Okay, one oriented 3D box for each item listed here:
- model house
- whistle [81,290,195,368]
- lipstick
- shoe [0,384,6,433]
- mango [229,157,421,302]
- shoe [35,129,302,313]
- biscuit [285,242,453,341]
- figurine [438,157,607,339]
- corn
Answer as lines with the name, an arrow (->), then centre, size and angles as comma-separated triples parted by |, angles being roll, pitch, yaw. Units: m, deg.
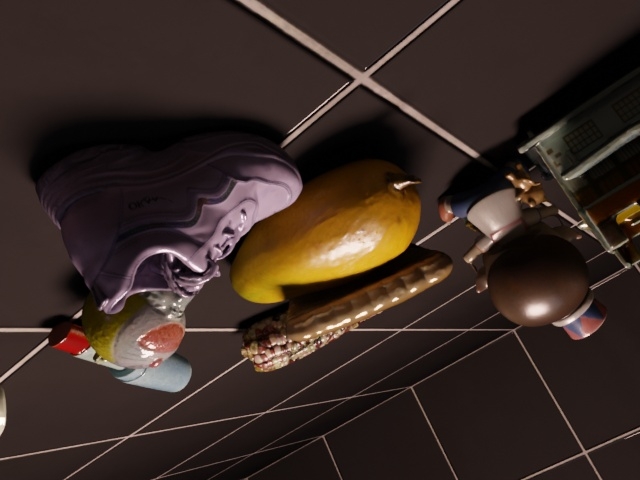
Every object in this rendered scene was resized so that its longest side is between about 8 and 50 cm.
model house -> 0.404, -0.104, 0.817 | 0.224, 0.215, 0.198 | -35, 152, 23
whistle -> -0.185, 0.068, 0.725 | 0.223, 0.123, 0.123 | -46, 154, 11
lipstick -> -0.275, 0.161, 0.884 | 0.061, 0.068, 0.274 | -23, 152, 11
shoe -> -0.519, 0.273, 0.852 | 0.110, 0.095, 0.265 | 9, 135, -46
mango -> 0.000, 0.000, 0.767 | 0.317, 0.119, 0.177 | -30, 163, 34
shoe -> -0.112, -0.017, 0.569 | 0.245, 0.137, 0.095 | -10, 157, -34
biscuit -> 0.055, 0.062, 0.879 | 0.217, 0.044, 0.325 | -26, -177, -1
figurine -> 0.296, 0.024, 0.917 | 0.161, 0.275, 0.158 | -29, 173, 16
corn -> -0.007, 0.138, 1.099 | 0.281, 0.092, 0.092 | -27, 158, -10
